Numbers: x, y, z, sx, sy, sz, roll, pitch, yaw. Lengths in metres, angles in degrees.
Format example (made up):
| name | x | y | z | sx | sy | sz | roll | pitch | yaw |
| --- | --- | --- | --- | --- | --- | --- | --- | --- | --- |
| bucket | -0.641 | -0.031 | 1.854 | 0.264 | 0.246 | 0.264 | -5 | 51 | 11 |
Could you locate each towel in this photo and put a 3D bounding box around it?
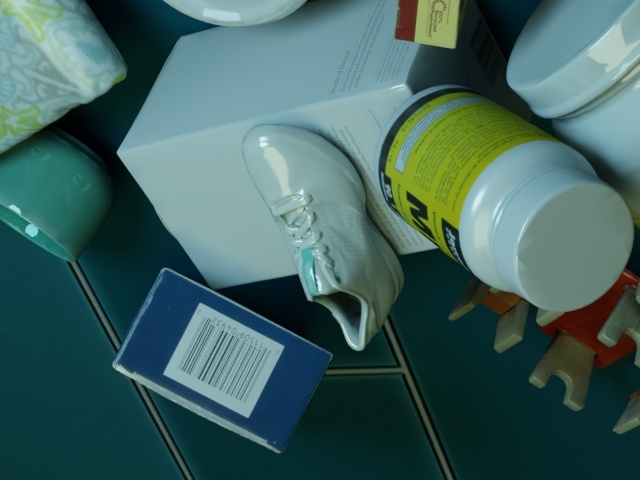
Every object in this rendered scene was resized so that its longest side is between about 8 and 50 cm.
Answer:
| name | x | y | z | sx | sy | sz | roll | pitch | yaw |
| --- | --- | --- | --- | --- | --- | --- | --- | --- | --- |
| towel | -0.387 | -0.215 | 1.611 | 0.374 | 0.090 | 0.320 | -24 | 111 | 41 |

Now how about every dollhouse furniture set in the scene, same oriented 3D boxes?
| name | x | y | z | sx | sy | sz | roll | pitch | yaw |
| --- | --- | --- | --- | --- | --- | --- | --- | --- | --- |
| dollhouse furniture set | 0.298 | 0.055 | 1.606 | 0.262 | 0.135 | 0.259 | 34 | 146 | -10 |

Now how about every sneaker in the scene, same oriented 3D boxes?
| name | x | y | z | sx | sy | sz | roll | pitch | yaw |
| --- | --- | --- | --- | --- | --- | --- | --- | --- | --- |
| sneaker | 0.000 | 0.000 | 1.419 | 0.080 | 0.094 | 0.212 | -13 | 127 | 34 |

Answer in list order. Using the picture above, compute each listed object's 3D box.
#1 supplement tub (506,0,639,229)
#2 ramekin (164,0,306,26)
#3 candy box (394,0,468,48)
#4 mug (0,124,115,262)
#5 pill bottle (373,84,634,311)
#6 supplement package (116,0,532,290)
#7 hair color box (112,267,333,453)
| name | x | y | z | sx | sy | sz | roll | pitch | yaw |
| --- | --- | --- | --- | --- | --- | --- | --- | --- | --- |
| supplement tub | 0.332 | -0.093 | 1.343 | 0.331 | 0.241 | 0.241 | 39 | 134 | -15 |
| ramekin | -0.071 | -0.274 | 1.433 | 0.207 | 0.109 | 0.207 | 11 | 134 | 12 |
| candy box | 0.100 | -0.246 | 1.332 | 0.053 | 0.187 | 0.109 | 11 | 134 | 9 |
| mug | -0.278 | -0.059 | 1.720 | 0.157 | 0.097 | 0.129 | 28 | 168 | 28 |
| pill bottle | 0.134 | -0.032 | 1.291 | 0.119 | 0.208 | 0.119 | -10 | 115 | -22 |
| supplement package | 0.006 | -0.095 | 1.521 | 0.293 | 0.175 | 0.177 | -11 | 129 | 30 |
| hair color box | -0.102 | 0.113 | 1.678 | 0.174 | 0.105 | 0.347 | 28 | 175 | -4 |
